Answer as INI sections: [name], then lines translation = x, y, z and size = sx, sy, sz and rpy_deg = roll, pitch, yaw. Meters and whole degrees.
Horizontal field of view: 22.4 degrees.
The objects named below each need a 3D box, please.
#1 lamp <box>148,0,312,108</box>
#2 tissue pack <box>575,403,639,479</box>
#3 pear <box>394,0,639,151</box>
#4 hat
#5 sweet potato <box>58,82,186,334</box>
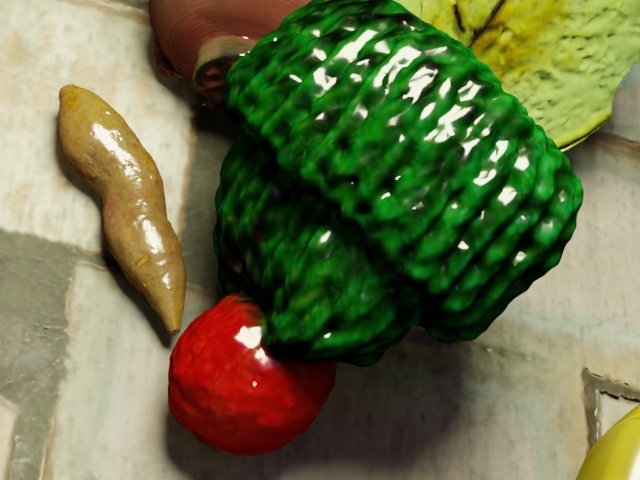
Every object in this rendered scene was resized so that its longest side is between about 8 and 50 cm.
[lamp]
translation = -0.051, -0.221, 1.311
size = 0.180, 0.180, 0.258
rpy_deg = 18, 54, -12
[tissue pack]
translation = 0.289, 0.200, 1.226
size = 0.178, 0.123, 0.127
rpy_deg = 36, 54, 1
[pear]
translation = 0.148, -0.221, 1.369
size = 0.176, 0.286, 0.282
rpy_deg = 18, 28, -37
[hat]
translation = 0.000, 0.000, 1.138
size = 0.242, 0.274, 0.332
rpy_deg = 41, 92, -25
[sweet potato]
translation = -0.143, -0.027, 1.222
size = 0.065, 0.051, 0.218
rpy_deg = -16, 69, -34
